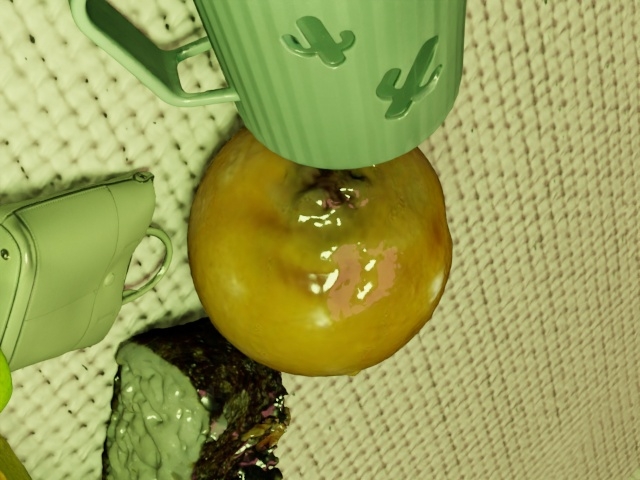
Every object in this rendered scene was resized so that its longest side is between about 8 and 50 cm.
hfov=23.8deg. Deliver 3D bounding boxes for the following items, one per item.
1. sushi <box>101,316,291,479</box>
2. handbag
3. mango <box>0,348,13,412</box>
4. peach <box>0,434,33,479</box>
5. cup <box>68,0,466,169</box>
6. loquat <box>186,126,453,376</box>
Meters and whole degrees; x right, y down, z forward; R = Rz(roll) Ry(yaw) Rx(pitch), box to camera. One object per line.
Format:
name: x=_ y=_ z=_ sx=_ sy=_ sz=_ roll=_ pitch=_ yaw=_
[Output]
sushi: x=-0.149 y=0.262 z=1.945 sx=0.207 sy=0.234 sz=0.348 roll=-19 pitch=139 yaw=-42
handbag: x=-0.285 y=0.034 z=1.716 sx=0.315 sy=0.109 sz=0.241 roll=-21 pitch=139 yaw=-58
mango: x=-0.453 y=0.143 z=1.509 sx=0.273 sy=0.149 sz=0.185 roll=-26 pitch=111 yaw=-24
peach: x=-0.389 y=0.330 z=1.669 sx=0.249 sy=0.275 sz=0.245 roll=22 pitch=100 yaw=-50
cup: x=-0.035 y=-0.292 z=1.548 sx=0.392 sy=0.401 sz=0.310 roll=78 pitch=23 yaw=-56
loquat: x=0.000 y=0.000 z=1.794 sx=0.328 sy=0.328 sz=0.328 roll=-32 pitch=142 yaw=-29
